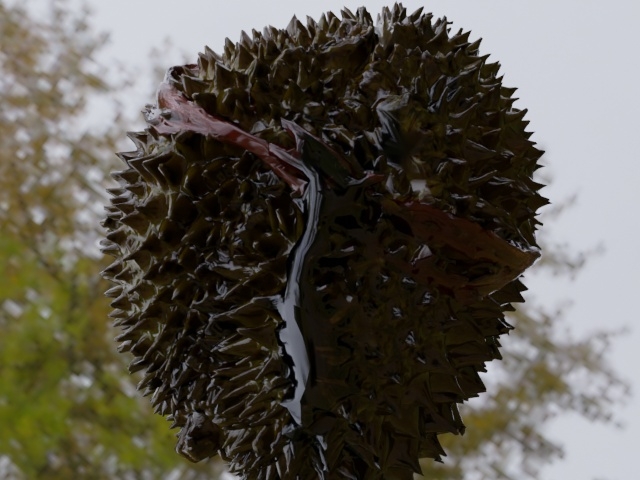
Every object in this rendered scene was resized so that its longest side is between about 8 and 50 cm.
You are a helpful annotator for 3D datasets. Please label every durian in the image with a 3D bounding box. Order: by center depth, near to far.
[{"bbox_3d":[0.004,0.002,1.401,0.384,0.347,0.347,-55,-34,-7],"label":"durian"}]
